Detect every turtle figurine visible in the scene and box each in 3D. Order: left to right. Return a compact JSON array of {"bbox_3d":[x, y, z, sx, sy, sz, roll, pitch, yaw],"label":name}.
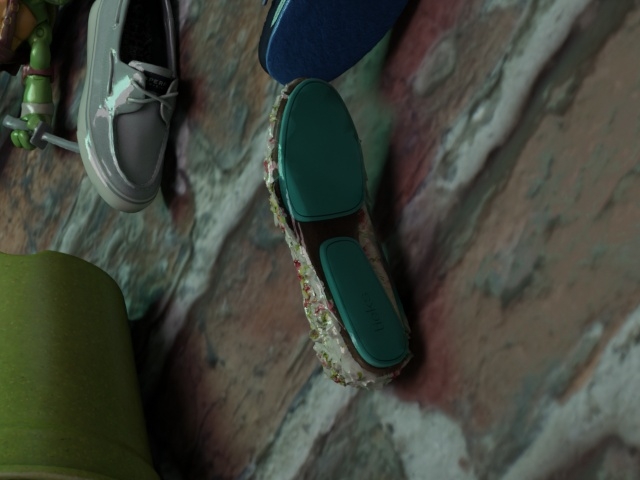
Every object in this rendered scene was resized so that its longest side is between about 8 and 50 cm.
[{"bbox_3d":[-0.358,-0.168,1.582,0.266,0.198,0.274,-30,55,29],"label":"turtle figurine"}]

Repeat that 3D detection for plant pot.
[{"bbox_3d":[-0.258,0.156,1.387,0.276,0.276,0.253,-41,42,39],"label":"plant pot"}]

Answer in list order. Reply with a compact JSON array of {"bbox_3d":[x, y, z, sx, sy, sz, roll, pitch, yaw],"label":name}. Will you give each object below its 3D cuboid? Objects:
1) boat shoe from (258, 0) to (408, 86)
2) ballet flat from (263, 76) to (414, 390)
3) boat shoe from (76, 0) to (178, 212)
[{"bbox_3d":[0.035,-0.233,1.224,0.258,0.109,0.089,-54,36,6],"label":"boat shoe"},{"bbox_3d":[0.000,0.000,1.195,0.077,0.091,0.240,-36,63,56],"label":"ballet flat"},{"bbox_3d":[-0.168,-0.140,1.453,0.081,0.079,0.227,-30,57,49],"label":"boat shoe"}]
